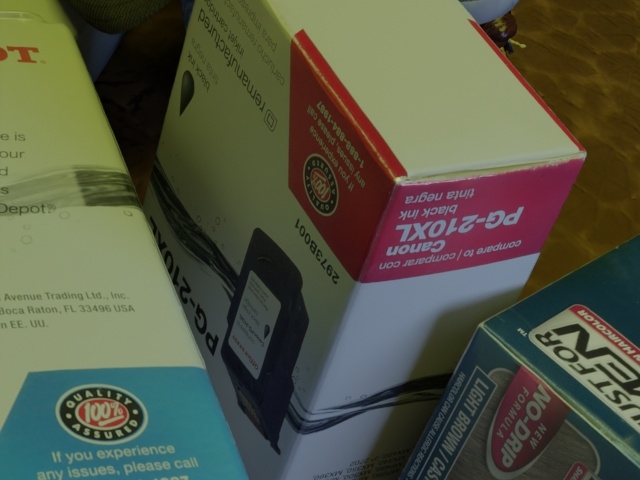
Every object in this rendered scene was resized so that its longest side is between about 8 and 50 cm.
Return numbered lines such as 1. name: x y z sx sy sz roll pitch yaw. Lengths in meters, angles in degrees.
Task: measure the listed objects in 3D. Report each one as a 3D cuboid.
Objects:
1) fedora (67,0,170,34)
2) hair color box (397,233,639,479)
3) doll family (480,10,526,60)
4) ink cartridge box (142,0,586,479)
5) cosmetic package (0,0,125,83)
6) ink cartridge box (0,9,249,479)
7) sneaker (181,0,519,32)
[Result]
1. fedora: -0.051 -0.227 0.801 0.124 0.243 0.275 9 28 -38
2. hair color box: 0.187 0.070 0.748 0.105 0.174 0.347 42 42 23
3. doll family: 0.085 -0.139 0.993 0.076 0.111 0.193 -12 50 -35
4. ink cartridge box: 0.000 0.000 0.692 0.100 0.237 0.172 -9 48 -30
5. cosmetic package: -0.290 -0.220 0.923 0.377 0.097 0.284 22 40 -1
6. ink cartridge box: -0.189 0.039 0.640 0.223 0.129 0.307 -2 44 -27
7. sneaker: 0.020 -0.256 0.949 0.137 0.210 0.365 34 45 -53
